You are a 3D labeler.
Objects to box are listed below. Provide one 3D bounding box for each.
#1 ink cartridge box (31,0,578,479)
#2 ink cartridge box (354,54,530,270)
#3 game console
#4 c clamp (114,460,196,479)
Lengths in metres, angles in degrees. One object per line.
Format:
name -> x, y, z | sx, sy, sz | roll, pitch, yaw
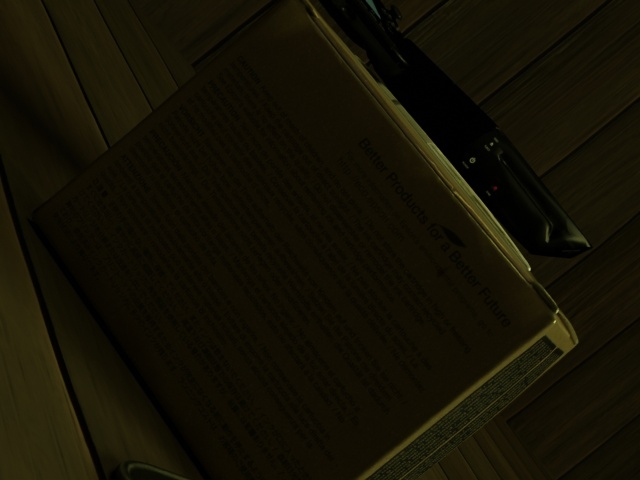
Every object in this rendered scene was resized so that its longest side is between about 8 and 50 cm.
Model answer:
ink cartridge box -> -0.010, 0.020, 0.908 | 0.234, 0.193, 0.088 | 53, 5, 22
ink cartridge box -> 0.000, 0.000, 1.140 | 0.115, 0.198, 0.273 | 50, 5, -19
game console -> 0.049, -0.136, 1.171 | 0.361, 0.044, 0.213 | 48, 5, -27
c clamp -> -0.022, 0.137, 0.717 | 0.137, 0.022, 0.161 | 31, 3, 42
